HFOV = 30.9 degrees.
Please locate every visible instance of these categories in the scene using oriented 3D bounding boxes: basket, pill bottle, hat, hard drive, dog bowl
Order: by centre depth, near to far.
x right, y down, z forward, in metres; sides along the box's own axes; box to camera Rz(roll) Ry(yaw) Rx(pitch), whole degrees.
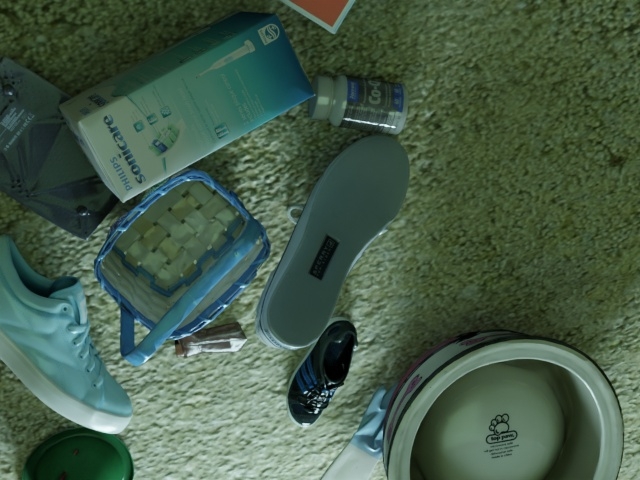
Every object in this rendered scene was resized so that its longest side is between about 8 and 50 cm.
[{"bbox_3d":[-0.198,0.030,1.638,0.255,0.289,0.201,-45,117,4],"label":"basket"},{"bbox_3d":[-0.394,-0.134,1.667,0.254,0.054,0.172,37,100,-21],"label":"hard drive"},{"bbox_3d":[0.055,-0.203,1.714,0.137,0.078,0.078,7,109,-14],"label":"pill bottle"},{"bbox_3d":[-0.388,0.419,1.805,0.208,0.183,0.173,-41,112,6],"label":"hat"},{"bbox_3d":[0.281,0.328,1.896,0.408,0.150,0.408,-4,105,-14],"label":"dog bowl"}]

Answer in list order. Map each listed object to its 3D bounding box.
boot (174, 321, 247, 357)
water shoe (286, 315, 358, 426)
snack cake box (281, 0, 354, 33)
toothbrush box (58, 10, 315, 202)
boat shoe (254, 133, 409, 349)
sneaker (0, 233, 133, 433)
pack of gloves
[{"bbox_3d":[-0.174,0.136,1.819,0.114,0.037,0.106,-5,124,-5],"label":"boot"},{"bbox_3d":[0.000,0.220,1.860,0.073,0.080,0.203,16,106,-15],"label":"water shoe"},{"bbox_3d":[0.020,-0.445,1.612,0.152,0.089,0.264,28,103,-21],"label":"snack cake box"},{"bbox_3d":[-0.188,-0.190,1.569,0.295,0.216,0.126,-30,110,-12],"label":"toothbrush box"},{"bbox_3d":[0.006,0.006,1.758,0.136,0.156,0.367,31,73,-15],"label":"boat shoe"},{"bbox_3d":[-0.389,0.140,1.728,0.150,0.135,0.366,-40,113,9],"label":"sneaker"},{"bbox_3d":[0.125,0.357,1.965,0.195,0.046,0.232,33,91,-20],"label":"pack of gloves"}]
